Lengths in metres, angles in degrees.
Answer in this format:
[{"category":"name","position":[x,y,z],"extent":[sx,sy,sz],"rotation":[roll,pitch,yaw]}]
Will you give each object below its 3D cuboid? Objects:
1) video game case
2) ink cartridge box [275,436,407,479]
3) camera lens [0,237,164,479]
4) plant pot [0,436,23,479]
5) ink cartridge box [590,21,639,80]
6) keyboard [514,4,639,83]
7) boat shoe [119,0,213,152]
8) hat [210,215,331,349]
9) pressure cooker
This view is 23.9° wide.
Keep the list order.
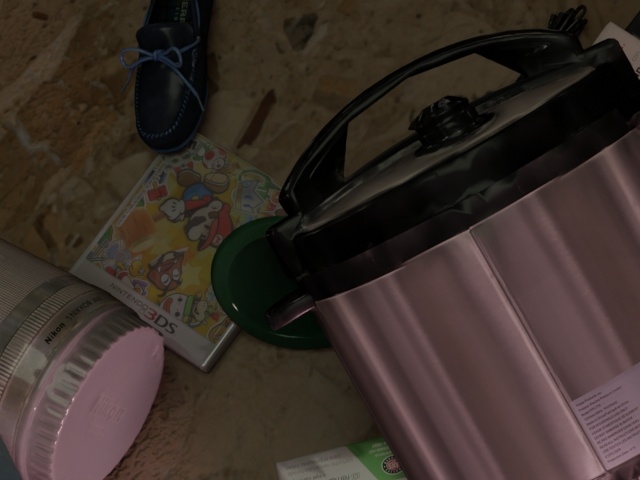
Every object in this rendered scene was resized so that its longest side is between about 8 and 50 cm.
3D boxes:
[{"category":"video game case","position":[-0.143,0.005,1.713],"extent":[0.206,0.026,0.227],"rotation":[32,77,20]},{"category":"ink cartridge box","position":[0.053,0.313,1.517],"extent":[0.154,0.093,0.212],"rotation":[-13,68,5]},{"category":"camera lens","position":[-0.332,0.122,1.597],"extent":[0.274,0.219,0.219],"rotation":[25,75,19]},{"category":"plant pot","position":[-0.403,0.292,1.413],"extent":[0.252,0.247,0.247],"rotation":[-12,54,-37]},{"category":"ink cartridge box","position":[0.349,-0.090,1.598],"extent":[0.237,0.100,0.172],"rotation":[34,78,11]},{"category":"keyboard","position":[0.295,-0.150,1.690],"extent":[0.202,0.033,0.317],"rotation":[34,77,21]},{"category":"boat shoe","position":[-0.186,-0.228,1.770],"extent":[0.109,0.089,0.258],"rotation":[-8,61,12]},{"category":"hat","position":[0.000,0.000,1.678],"extent":[0.209,0.173,0.183],"rotation":[1,34,12]},{"category":"pressure cooker","position":[0.179,0.023,1.397],"extent":[0.370,0.375,0.420],"rotation":[-34,96,-44]}]
